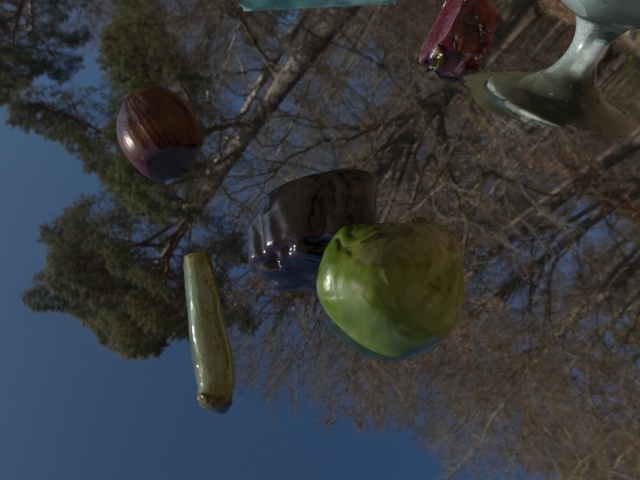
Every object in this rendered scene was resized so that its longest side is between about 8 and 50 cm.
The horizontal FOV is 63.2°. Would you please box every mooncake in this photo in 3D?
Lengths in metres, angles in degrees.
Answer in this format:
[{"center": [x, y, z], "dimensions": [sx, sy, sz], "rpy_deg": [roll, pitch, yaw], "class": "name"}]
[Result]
[{"center": [0.000, 0.000, 1.278], "dimensions": [0.381, 0.350, 0.212], "rpy_deg": [46, -143, -63], "class": "mooncake"}]

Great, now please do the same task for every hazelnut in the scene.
[{"center": [-0.382, -0.256, 1.241], "dimensions": [0.181, 0.212, 0.181], "rpy_deg": [17, -132, -51], "class": "hazelnut"}]

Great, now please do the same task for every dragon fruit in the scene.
[{"center": [0.338, -0.469, 1.243], "dimensions": [0.147, 0.211, 0.282], "rpy_deg": [24, -122, -12], "class": "dragon fruit"}]

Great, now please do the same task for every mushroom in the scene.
[{"center": [-0.216, 0.176, 1.008], "dimensions": [0.081, 0.100, 0.312], "rpy_deg": [-6, -103, -19], "class": "mushroom"}]

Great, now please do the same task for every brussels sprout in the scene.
[{"center": [0.143, 0.096, 1.024], "dimensions": [0.316, 0.242, 0.274], "rpy_deg": [-6, -91, -28], "class": "brussels sprout"}]

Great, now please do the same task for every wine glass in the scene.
[{"center": [0.327, -0.291, 0.571], "dimensions": [0.237, 0.323, 0.238], "rpy_deg": [10, -145, -7], "class": "wine glass"}]

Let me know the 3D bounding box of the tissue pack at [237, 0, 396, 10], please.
[{"center": [-0.009, -0.709, 1.230], "dimensions": [0.387, 0.162, 0.288], "rpy_deg": [-1, -91, 4], "class": "tissue pack"}]
